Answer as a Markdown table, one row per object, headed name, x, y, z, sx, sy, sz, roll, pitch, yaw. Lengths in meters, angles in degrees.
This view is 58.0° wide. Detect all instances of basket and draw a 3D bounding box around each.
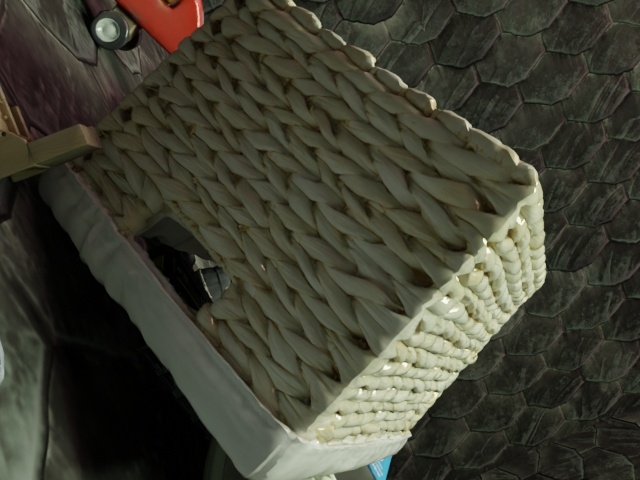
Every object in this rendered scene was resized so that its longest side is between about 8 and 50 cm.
| name | x | y | z | sx | sy | sz | roll | pitch | yaw |
| --- | --- | --- | --- | --- | --- | --- | --- | --- | --- |
| basket | 0.000 | 0.000 | 0.537 | 0.328 | 0.266 | 0.331 | 44 | 5 | 27 |

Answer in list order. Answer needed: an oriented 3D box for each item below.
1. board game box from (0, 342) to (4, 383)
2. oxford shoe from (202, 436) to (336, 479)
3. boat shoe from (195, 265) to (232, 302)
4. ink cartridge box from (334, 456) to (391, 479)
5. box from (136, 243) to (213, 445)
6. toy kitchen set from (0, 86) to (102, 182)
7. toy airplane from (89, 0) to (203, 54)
| name | x | y | z | sx | sy | sz | roll | pitch | yaw |
| --- | --- | --- | --- | --- | --- | --- | --- | --- | --- |
| board game box | -0.188 | -0.003 | 0.216 | 0.194 | 0.060 | 0.194 | -108 | 174 | -80 |
| oxford shoe | -0.026 | 0.239 | 0.469 | 0.449 | 0.130 | 0.169 | -77 | 143 | -83 |
| boat shoe | -0.143 | 0.083 | 0.890 | 0.206 | 0.065 | 0.075 | 66 | 0 | -72 |
| ink cartridge box | 0.020 | 0.211 | 0.856 | 0.171 | 0.168 | 0.233 | 65 | 33 | -26 |
| box | -0.140 | 0.121 | 0.657 | 0.184 | 0.045 | 0.191 | -109 | 176 | -56 |
| toy kitchen set | -0.219 | -0.096 | 0.447 | 0.068 | 0.075 | 0.083 | -126 | -165 | -86 |
| toy airplane | -0.300 | -0.521 | 0.908 | 0.384 | 0.272 | 0.386 | 64 | 2 | -64 |
